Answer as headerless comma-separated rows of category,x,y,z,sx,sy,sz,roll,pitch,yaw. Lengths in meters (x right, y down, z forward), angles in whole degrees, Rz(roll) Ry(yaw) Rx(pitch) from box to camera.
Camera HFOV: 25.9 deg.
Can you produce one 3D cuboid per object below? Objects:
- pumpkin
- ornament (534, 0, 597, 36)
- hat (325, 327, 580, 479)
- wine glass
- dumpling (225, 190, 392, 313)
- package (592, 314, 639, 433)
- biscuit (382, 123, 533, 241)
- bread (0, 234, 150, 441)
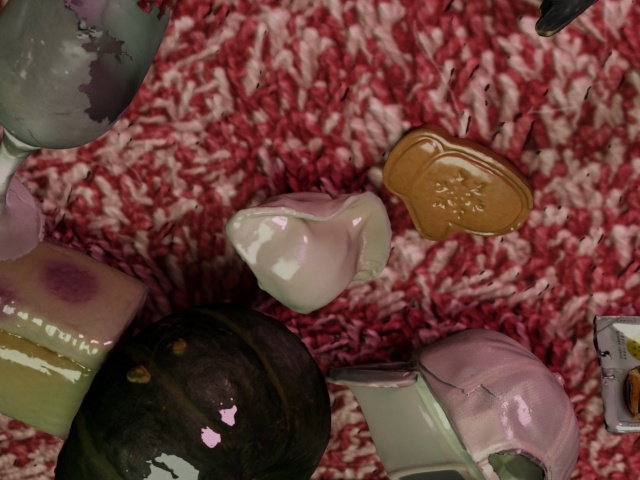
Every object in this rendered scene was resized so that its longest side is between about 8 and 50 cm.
pumpkin,-0.118,0.202,1.355,0.207,0.300,0.300,46,137,24
ornament,0.141,-0.273,1.018,0.236,0.080,0.202,31,134,-14
hat,0.130,0.178,1.382,0.275,0.161,0.232,-3,122,47
wine glass,-0.250,-0.116,1.216,0.143,0.143,0.321,30,131,-12
dumpling,-0.001,0.000,1.285,0.134,0.100,0.169,-28,122,16
package,0.357,0.131,1.356,0.173,0.027,0.171,-1,131,19
biscuit,0.121,-0.041,1.266,0.140,0.023,0.118,21,132,-6
bread,-0.353,0.057,1.382,0.338,0.155,0.187,23,124,-4
